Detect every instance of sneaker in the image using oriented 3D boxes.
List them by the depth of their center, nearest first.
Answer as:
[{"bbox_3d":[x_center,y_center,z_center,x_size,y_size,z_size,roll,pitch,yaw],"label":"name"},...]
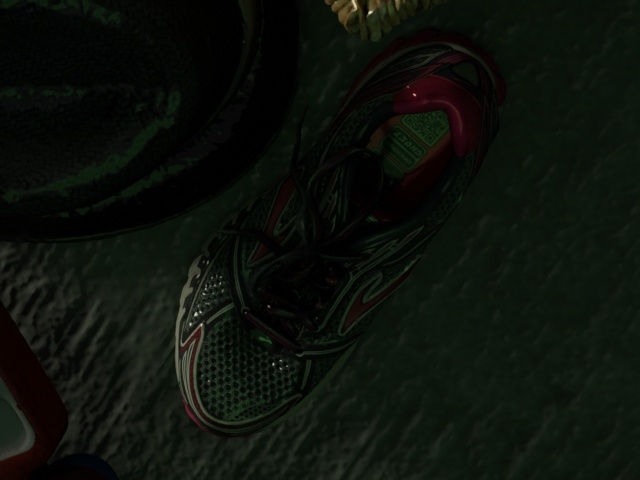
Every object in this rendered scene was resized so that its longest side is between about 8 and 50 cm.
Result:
[{"bbox_3d":[0.000,0.000,1.234,0.121,0.112,0.299,32,108,-4],"label":"sneaker"}]

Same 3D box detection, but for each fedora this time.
[{"bbox_3d":[-0.180,-0.110,1.181,0.334,0.152,0.334,2,115,3],"label":"fedora"}]

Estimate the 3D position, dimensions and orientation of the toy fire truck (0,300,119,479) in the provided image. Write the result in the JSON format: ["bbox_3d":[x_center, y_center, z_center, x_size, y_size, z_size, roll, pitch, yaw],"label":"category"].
[{"bbox_3d":[-0.267,0.146,1.250,0.254,0.169,0.302,-21,110,22],"label":"toy fire truck"}]

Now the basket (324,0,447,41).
[{"bbox_3d":[0.104,-0.278,1.082,0.299,0.223,0.213,-26,102,14],"label":"basket"}]
